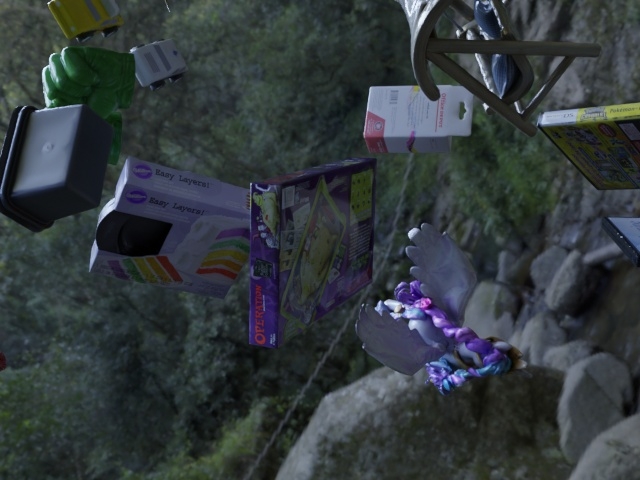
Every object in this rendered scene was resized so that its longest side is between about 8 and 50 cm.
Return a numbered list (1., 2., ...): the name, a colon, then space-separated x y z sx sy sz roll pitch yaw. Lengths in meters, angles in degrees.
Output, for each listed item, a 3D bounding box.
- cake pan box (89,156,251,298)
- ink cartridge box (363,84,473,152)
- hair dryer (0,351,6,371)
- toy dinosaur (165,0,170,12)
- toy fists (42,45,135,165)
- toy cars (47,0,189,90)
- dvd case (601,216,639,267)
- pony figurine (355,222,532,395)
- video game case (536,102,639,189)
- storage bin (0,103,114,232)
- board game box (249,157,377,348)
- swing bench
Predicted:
1. cake pan box: -0.249 -0.014 1.327 0.245 0.267 0.070 -55 31 39
2. ink cartridge box: 0.190 -0.229 1.450 0.067 0.198 0.115 58 -142 -63
3. hair dryer: -0.638 0.172 1.248 0.293 0.080 0.223 44 -117 -48
4. toy dinosaur: -0.389 -0.674 1.925 0.092 0.053 0.183 -74 -8 -63
5. toy fists: -0.411 -0.220 1.327 0.279 0.142 0.096 122 142 -50
6. toy cars: -0.403 -0.442 1.647 0.394 0.087 0.176 29 -136 -53
7. dvd case: 0.565 0.001 1.126 0.180 0.253 0.022 -79 -11 -70
8. pony figurine: 0.235 0.184 1.610 0.302 0.351 0.363 -53 8 -18
9. video game case: 0.573 -0.167 1.406 0.275 0.248 0.035 31 -110 -41
10. storage bin: -0.284 -0.083 0.849 0.098 0.091 0.135 46 -138 -55
11. board game box: 0.000 0.000 1.076 0.347 0.056 0.208 -24 -66 -65
12. swing bench: 0.216 -0.316 1.095 0.165 0.255 0.253 122 154 -42
